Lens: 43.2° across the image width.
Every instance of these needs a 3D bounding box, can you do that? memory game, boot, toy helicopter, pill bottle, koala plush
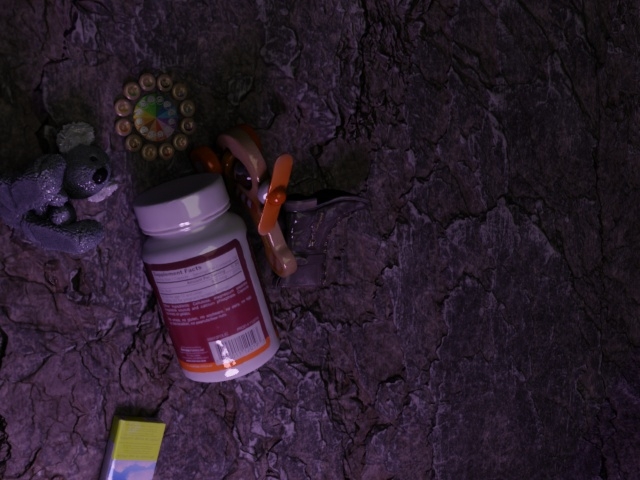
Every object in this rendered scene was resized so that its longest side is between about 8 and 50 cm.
[{"bbox_3d":[-0.342,-0.256,1.684,0.186,0.012,0.186,-6,101,-35],"label":"memory game"},{"bbox_3d":[0.000,0.000,1.932,0.262,0.091,0.229,-7,107,-30],"label":"boot"},{"bbox_3d":[-0.121,-0.076,1.731,0.140,0.235,0.355,-33,115,-27],"label":"toy helicopter"},{"bbox_3d":[-0.239,0.074,1.678,0.224,0.224,0.392,-26,111,-30],"label":"pill bottle"},{"bbox_3d":[-0.482,-0.111,1.533,0.221,0.203,0.196,-56,135,-40],"label":"koala plush"}]

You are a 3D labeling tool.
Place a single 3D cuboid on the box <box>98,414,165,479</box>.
[{"bbox_3d":[-0.406,0.468,1.731,0.109,0.042,0.178,14,89,-35],"label":"box"}]
